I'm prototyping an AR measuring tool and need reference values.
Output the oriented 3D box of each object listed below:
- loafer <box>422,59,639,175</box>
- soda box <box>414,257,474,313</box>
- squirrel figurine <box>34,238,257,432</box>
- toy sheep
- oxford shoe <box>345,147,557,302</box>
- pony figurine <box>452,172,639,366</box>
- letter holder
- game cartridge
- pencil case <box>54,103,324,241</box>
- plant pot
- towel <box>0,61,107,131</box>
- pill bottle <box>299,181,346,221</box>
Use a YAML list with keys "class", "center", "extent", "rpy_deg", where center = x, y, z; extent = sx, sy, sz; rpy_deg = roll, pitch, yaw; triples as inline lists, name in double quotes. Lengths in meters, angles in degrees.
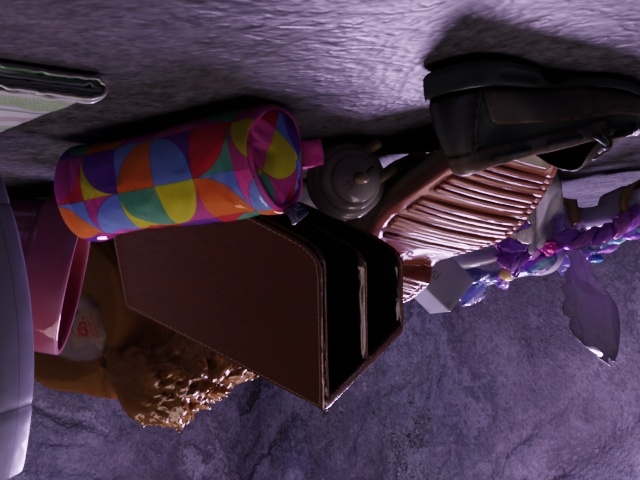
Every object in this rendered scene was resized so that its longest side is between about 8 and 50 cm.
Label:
- class: "loafer"
  center: [0.184, -0.090, 0.732]
  extent: [0.267, 0.084, 0.096]
  rpy_deg: [-1, 175, -41]
- class: "soda box"
  center: [0.130, 0.015, 1.358]
  extent: [0.069, 0.216, 0.074]
  rpy_deg: [-49, -170, -17]
- class: "squirrel figurine"
  center: [-0.255, 0.136, 1.500]
  extent: [0.397, 0.281, 0.370]
  rpy_deg: [35, -160, 19]
- class: "toy sheep"
  center: [0.029, -0.064, 0.935]
  extent: [0.091, 0.091, 0.132]
  rpy_deg: [-4, 176, -13]
- class: "oxford shoe"
  center: [0.117, -0.055, 1.002]
  extent: [0.140, 0.146, 0.397]
  rpy_deg: [17, 150, -22]
- class: "pony figurine"
  center: [0.363, 0.008, 1.428]
  extent: [0.363, 0.303, 0.351]
  rpy_deg: [-12, -156, 39]
- class: "letter holder"
  center: [-0.074, 0.007, 0.970]
  extent: [0.302, 0.214, 0.152]
  rpy_deg: [22, -138, 31]
- class: "game cartridge"
  center: [-0.347, 0.064, 0.778]
  extent: [0.198, 0.297, 0.062]
  rpy_deg: [-7, 179, 27]
- class: "pencil case"
  center: [-0.122, -0.056, 0.782]
  extent: [0.236, 0.104, 0.104]
  rpy_deg: [-6, 176, 28]
- class: "plant pot"
  center: [-0.393, 0.027, 1.102]
  extent: [0.180, 0.201, 0.201]
  rpy_deg: [12, 173, -9]
- class: "towel"
  center: [-0.235, -0.093, 0.616]
  extent: [0.152, 0.023, 0.113]
  rpy_deg: [-8, 174, 44]
- class: "pill bottle"
  center: [-0.062, 0.004, 1.321]
  extent: [0.152, 0.152, 0.272]
  rpy_deg: [-3, 176, -25]
